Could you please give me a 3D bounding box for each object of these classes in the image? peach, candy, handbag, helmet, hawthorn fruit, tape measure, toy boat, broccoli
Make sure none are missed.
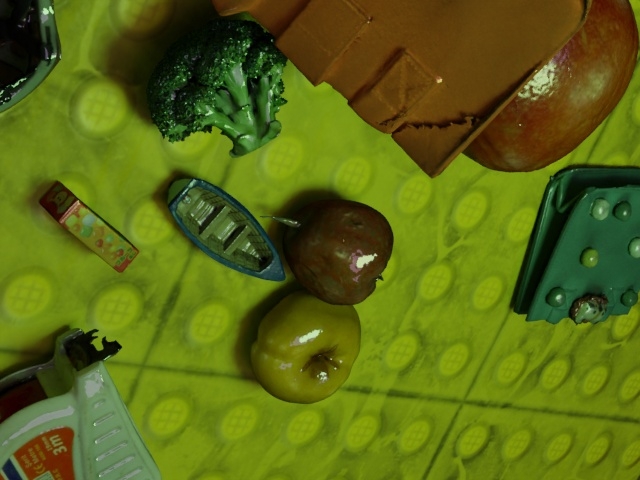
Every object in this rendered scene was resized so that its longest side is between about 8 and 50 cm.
[{"bbox_3d":[0.251,-0.264,1.476,0.290,0.372,0.372,-22,140,24],"label":"peach"},{"bbox_3d":[-0.277,-0.015,1.389,0.038,0.062,0.122,-48,134,-5],"label":"candy"},{"bbox_3d":[0.068,-0.296,1.240,0.410,0.116,0.303,40,120,-6],"label":"handbag"},{"bbox_3d":[-0.371,-0.230,1.141,0.198,0.130,0.224,-34,122,-21],"label":"helmet"},{"bbox_3d":[0.017,-0.003,1.583,0.149,0.149,0.189,-40,102,-10],"label":"hawthorn fruit"},{"bbox_3d":[-0.339,0.272,1.478,0.265,0.130,0.258,-28,127,-14],"label":"tape measure"},{"bbox_3d":[-0.121,-0.010,1.521,0.080,0.046,0.229,-50,135,-1],"label":"toy boat"},{"bbox_3d":[0.475,0.016,1.947,0.269,0.100,0.274,0,116,-38],"label":"handbag"},{"bbox_3d":[-0.115,-0.176,1.353,0.195,0.195,0.156,-37,100,-13],"label":"broccoli"},{"bbox_3d":[-0.022,0.154,1.658,0.179,0.103,0.179,-20,127,-30],"label":"peach"}]
